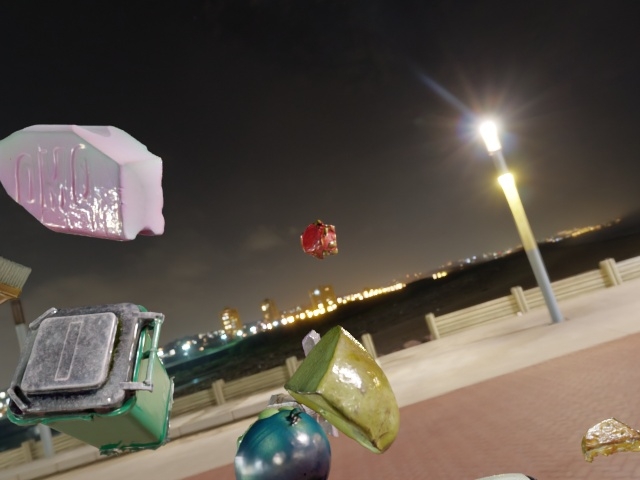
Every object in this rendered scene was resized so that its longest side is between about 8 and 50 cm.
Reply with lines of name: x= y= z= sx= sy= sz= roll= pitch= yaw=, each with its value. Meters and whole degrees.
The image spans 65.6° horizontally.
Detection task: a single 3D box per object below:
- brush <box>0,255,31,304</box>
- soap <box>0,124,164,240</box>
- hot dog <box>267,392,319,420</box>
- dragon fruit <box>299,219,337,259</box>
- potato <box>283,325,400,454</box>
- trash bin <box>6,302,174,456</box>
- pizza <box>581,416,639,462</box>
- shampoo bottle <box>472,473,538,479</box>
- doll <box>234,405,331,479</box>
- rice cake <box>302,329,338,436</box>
brush: x=-0.591 y=0.134 z=0.869 sx=0.010 sy=0.218 sz=0.082 roll=5 pitch=-23 yaw=31
soap: x=-0.442 y=-0.113 z=0.905 sx=0.324 sy=0.192 sz=0.109 roll=7 pitch=11 yaw=25
hot dog: x=-0.089 y=0.555 z=1.622 sx=0.069 sy=0.131 sz=0.253 roll=-28 pitch=-1 yaw=-40
dragon fruit: x=0.000 y=0.000 z=1.829 sx=0.150 sy=0.133 sz=0.208 roll=21 pitch=0 yaw=8
potato: x=0.098 y=0.387 z=1.285 sx=0.213 sy=0.280 sz=0.330 roll=-51 pitch=3 yaw=-21
trash bin: x=-0.473 y=0.331 z=1.149 sx=0.295 sy=0.259 sz=0.381 roll=-5 pitch=-37 yaw=0
pizza: x=0.671 y=0.458 z=1.137 sx=0.131 sy=0.041 sz=0.178 roll=-18 pitch=-1 yaw=38
shampoo bottle: x=0.596 y=0.834 z=1.633 sx=0.359 sy=0.134 sz=0.078 roll=8 pitch=6 yaw=-28
doll: x=-0.082 y=0.485 z=1.026 sx=0.198 sy=0.322 sz=0.186 roll=-2 pitch=20 yaw=-33
rice cake: x=-0.001 y=0.484 z=1.662 sx=0.056 sy=0.365 sz=0.073 roll=-12 pitch=-2 yaw=13
